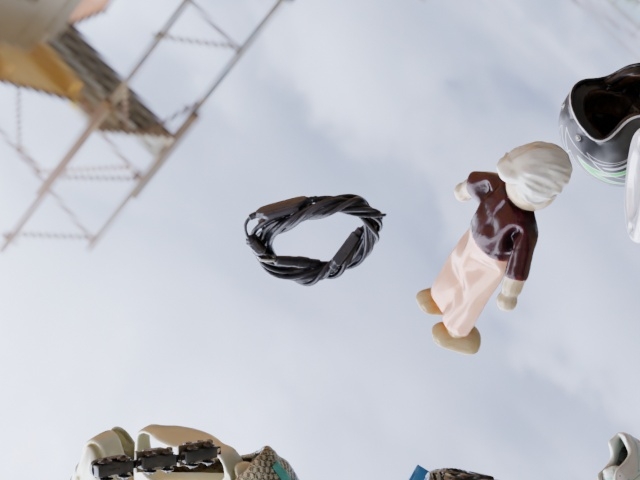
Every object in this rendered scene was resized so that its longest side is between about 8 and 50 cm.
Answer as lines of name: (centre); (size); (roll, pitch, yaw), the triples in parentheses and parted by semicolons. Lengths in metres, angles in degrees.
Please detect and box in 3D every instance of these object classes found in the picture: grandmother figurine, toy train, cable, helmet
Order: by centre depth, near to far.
toy train: (-0.175, 0.234, 1.522); (0.158, 0.027, 0.036); (-3, -177, -38)
cable: (0.000, 0.000, 1.842); (0.047, 0.184, 0.151); (-96, -13, -46)
grandmother figurine: (0.234, -0.006, 1.911); (0.104, 0.342, 0.208); (-10, -124, -32)
helmet: (0.418, -0.155, 1.987); (0.169, 0.161, 0.169); (35, -134, -45)

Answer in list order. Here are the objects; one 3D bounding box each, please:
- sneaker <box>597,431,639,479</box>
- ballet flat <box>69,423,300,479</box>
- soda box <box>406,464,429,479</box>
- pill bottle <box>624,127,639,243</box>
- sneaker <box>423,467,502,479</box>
sneaker: (0.293, 0.257, 1.402); (0.061, 0.053, 0.152); (42, -134, -28)
ballet flat: (-0.228, 0.339, 2.007); (0.164, 0.482, 0.182); (-45, -62, -48)
soda box: (0.098, 0.397, 1.827); (0.067, 0.071, 0.210); (29, -119, 5)
pill bottle: (0.432, -0.051, 1.469); (0.221, 0.124, 0.124); (4, -158, 2)
sneaker: (0.131, 0.349, 1.183); (0.129, 0.147, 0.330); (6, -123, -34)
